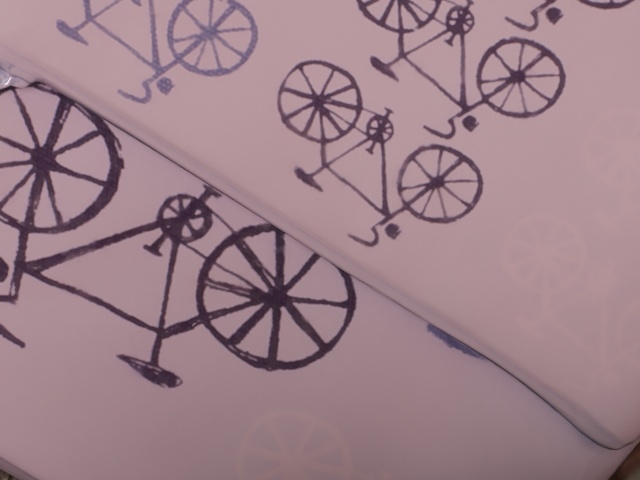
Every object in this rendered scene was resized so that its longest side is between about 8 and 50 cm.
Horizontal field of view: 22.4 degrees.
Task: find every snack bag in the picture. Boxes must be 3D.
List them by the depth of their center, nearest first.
[{"bbox_3d":[0.000,0.000,0.623,0.342,0.323,0.037,-53,12,17],"label":"snack bag"}]

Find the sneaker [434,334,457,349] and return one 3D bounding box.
[{"bbox_3d":[0.107,-0.019,0.693,0.268,0.101,0.153,-39,38,45],"label":"sneaker"}]
